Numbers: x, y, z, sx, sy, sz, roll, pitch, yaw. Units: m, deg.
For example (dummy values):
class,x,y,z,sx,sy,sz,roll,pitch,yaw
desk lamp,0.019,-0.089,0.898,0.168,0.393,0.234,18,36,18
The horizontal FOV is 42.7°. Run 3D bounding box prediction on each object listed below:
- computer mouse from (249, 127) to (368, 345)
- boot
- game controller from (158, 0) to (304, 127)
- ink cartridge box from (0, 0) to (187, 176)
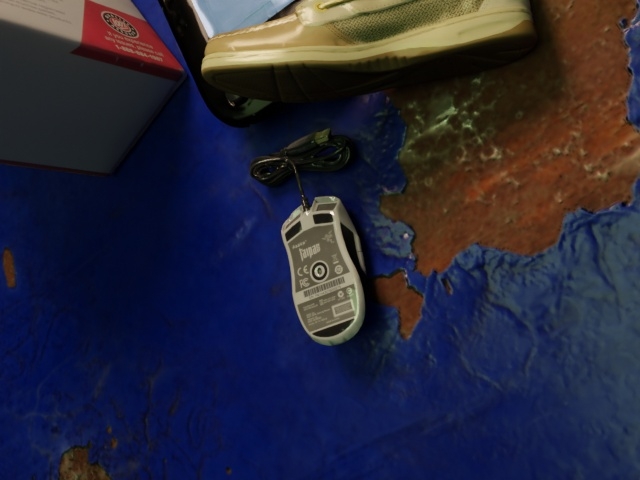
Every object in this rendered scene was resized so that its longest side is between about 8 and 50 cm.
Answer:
class,x,y,z,sx,sy,sz,roll,pitch,yaw
computer mouse,0.000,0.000,0.728,0.106,0.042,0.193,-21,72,26
boot,0.026,-0.226,0.653,0.262,0.095,0.203,-8,83,11
game controller,-0.084,-0.267,0.772,0.166,0.067,0.319,-35,72,27
ink cartridge box,-0.362,-0.262,0.827,0.160,0.279,0.384,-48,65,24
